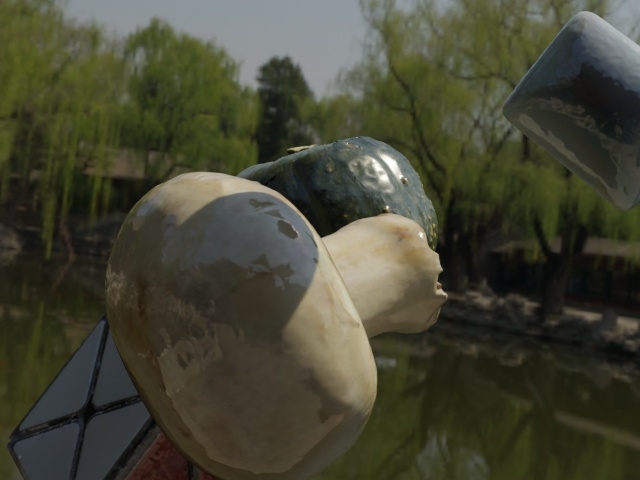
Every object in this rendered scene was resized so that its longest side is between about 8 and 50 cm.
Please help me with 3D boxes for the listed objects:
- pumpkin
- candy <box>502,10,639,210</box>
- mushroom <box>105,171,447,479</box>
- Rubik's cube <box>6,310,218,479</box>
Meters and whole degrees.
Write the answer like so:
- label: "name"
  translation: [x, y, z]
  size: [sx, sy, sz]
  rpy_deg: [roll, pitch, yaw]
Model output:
- label: "pumpkin"
  translation: [0.000, 0.000, 1.315]
  size: [0.328, 0.257, 0.291]
  rpy_deg: [-15, 0, 22]
- label: "candy"
  translation: [0.282, -0.131, 0.984]
  size: [0.174, 0.138, 0.071]
  rpy_deg: [44, 15, 24]
- label: "mushroom"
  translation: [-0.034, 0.056, 0.877]
  size: [0.290, 0.297, 0.297]
  rpy_deg: [-28, 12, -19]
- label: "Rubik's cube"
  translation: [-0.214, 0.275, 1.300]
  size: [0.259, 0.255, 0.260]
  rpy_deg: [40, -1, -37]
